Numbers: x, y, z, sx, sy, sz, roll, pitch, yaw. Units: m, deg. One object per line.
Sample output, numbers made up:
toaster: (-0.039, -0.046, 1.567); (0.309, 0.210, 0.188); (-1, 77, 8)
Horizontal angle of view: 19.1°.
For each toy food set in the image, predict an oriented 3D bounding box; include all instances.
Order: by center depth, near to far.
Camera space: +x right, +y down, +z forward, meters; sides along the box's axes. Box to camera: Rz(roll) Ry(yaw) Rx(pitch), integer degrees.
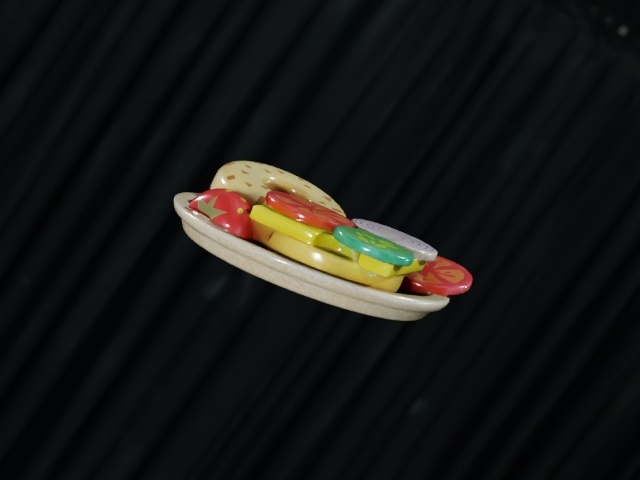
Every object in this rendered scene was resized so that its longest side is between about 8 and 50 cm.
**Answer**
toy food set: (0.000, 0.000, 0.522); (0.083, 0.020, 0.083); (23, 8, 15)
